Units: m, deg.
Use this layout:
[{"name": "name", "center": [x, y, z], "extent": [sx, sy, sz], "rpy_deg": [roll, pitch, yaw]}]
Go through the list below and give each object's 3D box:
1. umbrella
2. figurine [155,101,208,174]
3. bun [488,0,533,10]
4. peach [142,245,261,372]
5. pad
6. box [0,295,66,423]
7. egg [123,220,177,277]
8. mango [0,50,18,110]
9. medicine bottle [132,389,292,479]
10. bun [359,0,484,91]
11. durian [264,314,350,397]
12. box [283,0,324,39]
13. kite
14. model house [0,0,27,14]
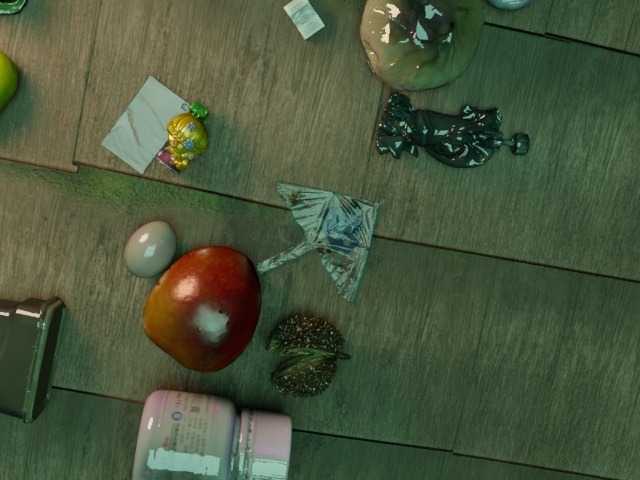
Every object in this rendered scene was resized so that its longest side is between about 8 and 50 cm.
[{"name": "umbrella", "center": [0.296, -0.234, 1.841], "extent": [0.348, 0.094, 0.143], "rpy_deg": [8, 103, -8]}, {"name": "figurine", "center": [-0.280, -0.217, 1.787], "extent": [0.094, 0.115, 0.156], "rpy_deg": [36, 90, -37]}, {"name": "bun", "center": [0.412, -0.566, 1.799], "extent": [0.140, 0.083, 0.141], "rpy_deg": [-1, 109, -2]}, {"name": "peach", "center": [-0.236, 0.147, 1.821], "extent": [0.248, 0.245, 0.275], "rpy_deg": [34, 83, -39]}, {"name": "pad", "center": [-0.380, -0.252, 1.827], "extent": [0.113, 0.006, 0.188], "rpy_deg": [36, 97, -11]}, {"name": "box", "center": [-0.676, 0.245, 1.826], "extent": [0.178, 0.138, 0.274], "rpy_deg": [13, 98, -2]}, {"name": "egg", "center": [-0.369, 0.020, 1.823], "extent": [0.103, 0.103, 0.135], "rpy_deg": [36, 94, -9]}, {"name": "mango", "center": [-0.704, -0.322, 1.745], "extent": [0.117, 0.089, 0.163], "rpy_deg": [39, 95, -9]}, {"name": "medicine bottle", "center": [-0.235, 0.468, 1.834], "extent": [0.324, 0.256, 0.256], "rpy_deg": [7, 99, -5]}, {"name": "bun", "center": [0.217, -0.444, 1.763], "extent": [0.272, 0.168, 0.273], "rpy_deg": [0, 92, -8]}, {"name": "durian", "center": [-0.025, 0.259, 1.865], "extent": [0.196, 0.167, 0.196], "rpy_deg": [-3, 101, -14]}, {"name": "box", "center": [-0.035, -0.482, 1.805], "extent": [0.054, 0.024, 0.083], "rpy_deg": [-35, 101, 3]}, {"name": "kite", "center": [0.000, 0.000, 1.897], "extent": [0.314, 0.011, 0.335], "rpy_deg": [-30, 100, 1]}, {"name": "model house", "center": [-0.709, -0.553, 1.613], "extent": [0.218, 0.279, 0.205], "rpy_deg": [-4, 98, -5]}]
